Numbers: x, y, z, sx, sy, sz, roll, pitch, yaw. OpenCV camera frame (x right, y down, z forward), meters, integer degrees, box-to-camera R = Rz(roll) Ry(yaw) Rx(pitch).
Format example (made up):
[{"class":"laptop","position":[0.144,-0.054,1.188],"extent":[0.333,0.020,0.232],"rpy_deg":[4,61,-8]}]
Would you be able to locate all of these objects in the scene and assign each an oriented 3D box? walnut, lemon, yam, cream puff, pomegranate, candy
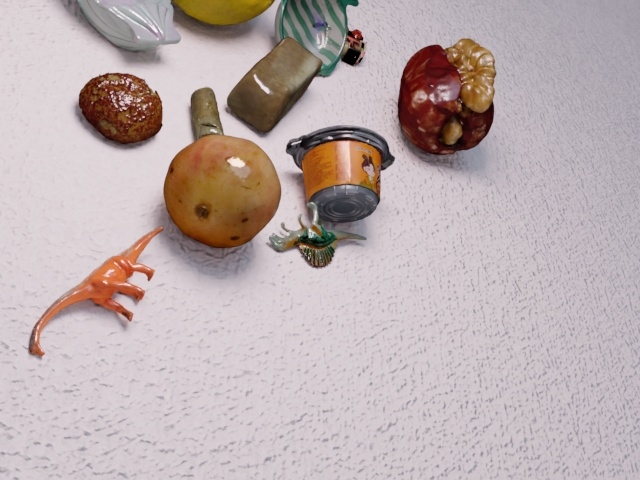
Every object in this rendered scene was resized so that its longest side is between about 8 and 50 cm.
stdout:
[{"class":"walnut","position":[0.274,-0.323,1.866],"extent":[0.221,0.244,0.269],"rpy_deg":[14,41,-23]},{"class":"lemon","position":[-0.195,-0.563,1.764],"extent":[0.253,0.253,0.310],"rpy_deg":[42,25,7]},{"class":"yam","position":[-0.207,-0.220,1.577],"extent":[0.054,0.054,0.132],"rpy_deg":[10,46,-28]},{"class":"cream puff","position":[-0.334,-0.236,1.478],"extent":[0.149,0.084,0.149],"rpy_deg":[21,42,-21]},{"class":"pomegranate","position":[-0.156,-0.083,1.384],"extent":[0.191,0.191,0.191],"rpy_deg":[19,43,-19]},{"class":"candy","position":[-0.086,-0.311,1.707],"extent":[0.104,0.102,0.234],"rpy_deg":[38,41,-2]}]

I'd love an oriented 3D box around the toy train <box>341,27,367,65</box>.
[{"class":"toy train","position":[0.041,-0.460,1.982],"extent":[0.137,0.050,0.087],"rpy_deg":[22,45,-16]}]

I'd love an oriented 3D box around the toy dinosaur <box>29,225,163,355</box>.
[{"class":"toy dinosaur","position":[-0.303,0.073,1.233],"extent":[0.101,0.055,0.280],"rpy_deg":[27,42,3]}]

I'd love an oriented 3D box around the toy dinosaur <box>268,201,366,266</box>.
[{"class":"toy dinosaur","position":[-0.001,0.002,1.525],"extent":[0.187,0.044,0.106],"rpy_deg":[30,52,-27]}]

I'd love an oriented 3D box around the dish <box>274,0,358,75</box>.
[{"class":"dish","position":[-0.026,-0.473,1.876],"extent":[0.246,0.078,0.224],"rpy_deg":[-49,128,-23]}]

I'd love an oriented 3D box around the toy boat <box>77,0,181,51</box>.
[{"class":"toy boat","position":[-0.383,-0.460,1.645],"extent":[0.199,0.100,0.290],"rpy_deg":[-15,61,-42]}]

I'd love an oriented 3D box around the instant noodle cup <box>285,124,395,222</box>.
[{"class":"instant noodle cup","position":[0.040,-0.110,1.571],"extent":[0.208,0.178,0.126],"rpy_deg":[1,62,-6]}]
